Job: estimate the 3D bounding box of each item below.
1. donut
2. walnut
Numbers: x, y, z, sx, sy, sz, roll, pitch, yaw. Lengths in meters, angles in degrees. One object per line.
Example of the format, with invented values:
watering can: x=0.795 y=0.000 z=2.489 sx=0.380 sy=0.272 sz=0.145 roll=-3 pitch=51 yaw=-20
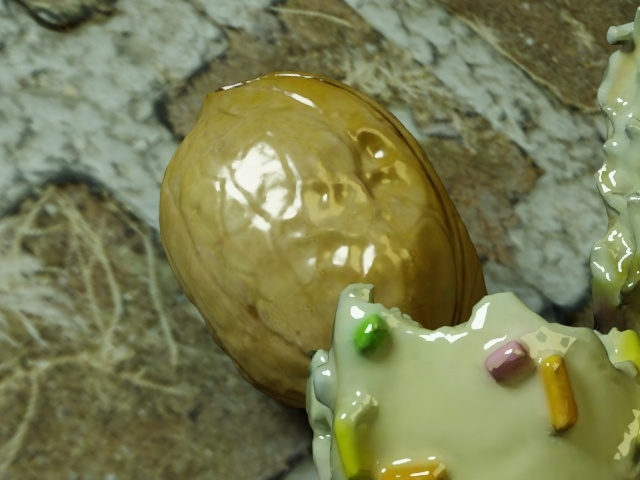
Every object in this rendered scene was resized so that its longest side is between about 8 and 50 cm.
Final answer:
donut: x=0.160 y=0.082 z=0.824 sx=0.371 sy=0.150 sz=0.307 roll=-42 pitch=117 yaw=-43
walnut: x=0.000 y=0.000 z=0.882 sx=0.144 sy=0.144 sz=0.180 roll=-25 pitch=73 yaw=-42
